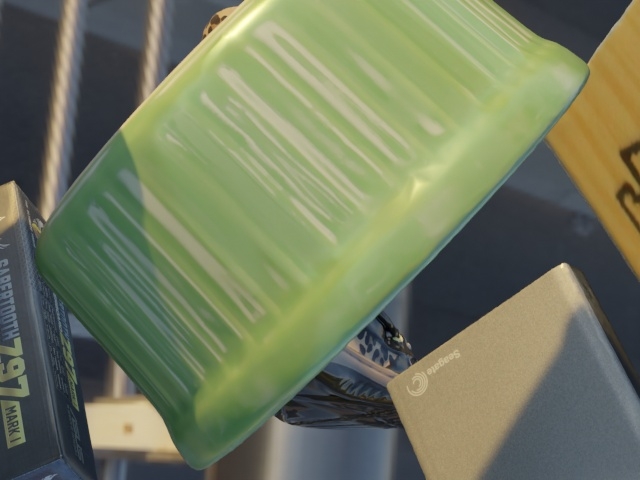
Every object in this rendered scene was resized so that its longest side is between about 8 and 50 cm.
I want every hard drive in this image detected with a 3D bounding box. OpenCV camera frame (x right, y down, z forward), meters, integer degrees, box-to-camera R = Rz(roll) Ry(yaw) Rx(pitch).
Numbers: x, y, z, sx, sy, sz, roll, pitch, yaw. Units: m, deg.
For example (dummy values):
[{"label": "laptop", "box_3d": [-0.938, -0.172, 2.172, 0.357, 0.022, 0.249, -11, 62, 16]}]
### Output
[{"label": "hard drive", "box_3d": [0.089, 0.089, 0.620, 0.022, 0.094, 0.135, 23, 37, -51]}]

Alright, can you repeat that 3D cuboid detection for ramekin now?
[{"label": "ramekin", "box_3d": [-0.013, -0.034, 0.872, 0.148, 0.303, 0.303, 45, 48, -1]}]

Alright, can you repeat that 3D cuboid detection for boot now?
[{"label": "boot", "box_3d": [0.000, 0.000, 1.329, 0.377, 0.138, 0.284, 30, 56, -54]}]

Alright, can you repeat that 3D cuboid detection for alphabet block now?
[{"label": "alphabet block", "box_3d": [0.310, -0.073, 1.136, 0.192, 0.193, 0.197, -13, 60, -33]}]

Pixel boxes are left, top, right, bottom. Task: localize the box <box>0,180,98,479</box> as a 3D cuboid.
[{"label": "box", "box_3d": [-0.249, 0.091, 1.021, 0.059, 0.183, 0.232, 59, 9, -51]}]
